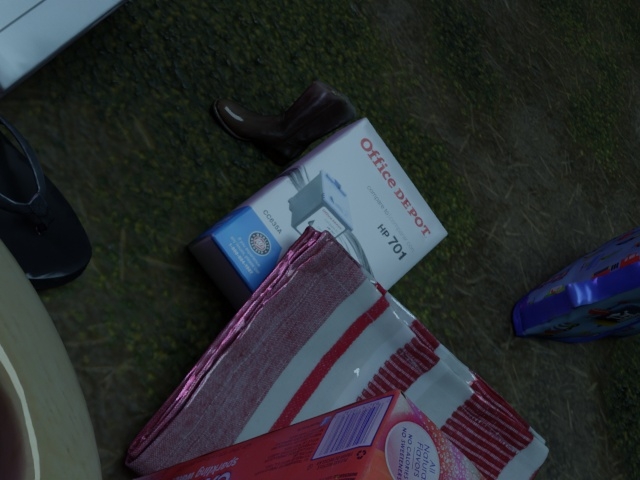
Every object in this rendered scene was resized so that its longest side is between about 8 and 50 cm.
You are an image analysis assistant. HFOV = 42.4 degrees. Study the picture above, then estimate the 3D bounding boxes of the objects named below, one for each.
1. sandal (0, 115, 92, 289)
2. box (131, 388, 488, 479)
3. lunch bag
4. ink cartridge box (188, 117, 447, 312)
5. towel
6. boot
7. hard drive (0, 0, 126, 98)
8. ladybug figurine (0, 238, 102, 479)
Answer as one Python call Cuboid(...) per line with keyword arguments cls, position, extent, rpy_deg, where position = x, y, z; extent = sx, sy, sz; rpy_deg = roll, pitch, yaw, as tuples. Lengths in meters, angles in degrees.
Cuboid(cls="sandal", position=(-0.264, -0.069, 0.602), extent=(0.254, 0.054, 0.097), rpy_deg=(53, 44, -8))
Cuboid(cls="box", position=(-0.036, 0.220, 0.483), extent=(0.142, 0.300, 0.154), rpy_deg=(47, 44, -14))
Cuboid(cls="lunch bag", position=(0.387, 0.046, 1.028), extent=(0.293, 0.221, 0.138), rpy_deg=(-4, 72, -44))
Cuboid(cls="ink cartridge box", position=(0.000, 0.000, 0.752), extent=(0.190, 0.082, 0.140), rpy_deg=(-40, 98, -23))
Cuboid(cls="towel", position=(0.036, 0.179, 0.690), extent=(0.329, 0.037, 0.237), rpy_deg=(43, 75, -20))
Cuboid(cls="boot", position=(-0.034, -0.130, 0.806), extent=(0.106, 0.114, 0.037), rpy_deg=(32, 50, -28))
Cuboid(cls="hard drive", position=(-0.280, -0.308, 0.607), extent=(0.353, 0.047, 0.233), rpy_deg=(50, 56, -17))
Cuboid(cls="ladybug figurine", position=(-0.298, 0.085, 0.410), extent=(0.305, 0.162, 0.449), rpy_deg=(-33, 92, -46))
